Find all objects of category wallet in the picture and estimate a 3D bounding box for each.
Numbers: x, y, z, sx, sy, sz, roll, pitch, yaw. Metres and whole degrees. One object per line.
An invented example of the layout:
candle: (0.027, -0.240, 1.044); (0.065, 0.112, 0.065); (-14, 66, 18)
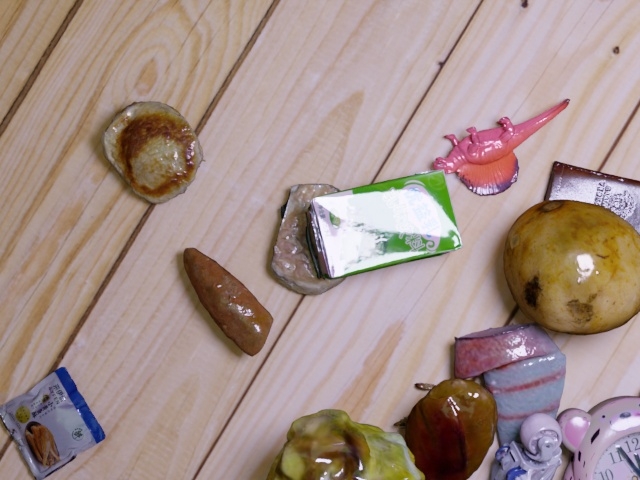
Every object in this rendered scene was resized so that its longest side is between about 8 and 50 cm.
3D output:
wallet: (0.550, -0.057, 1.670); (0.255, 0.031, 0.137); (13, 86, 8)

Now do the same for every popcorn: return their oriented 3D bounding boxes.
popcorn: (0.030, 0.457, 1.561); (0.312, 0.312, 0.312); (-1, 85, 7)

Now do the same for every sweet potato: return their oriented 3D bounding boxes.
sweet potato: (-0.183, 0.112, 1.722); (0.097, 0.097, 0.251); (-42, 77, 2)

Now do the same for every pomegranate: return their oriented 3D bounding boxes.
pomegranate: (0.450, 0.050, 1.557); (0.260, 0.260, 0.260); (-1, 85, 7)

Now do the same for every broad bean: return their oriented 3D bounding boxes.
broad bean: (0.234, 0.344, 1.606); (0.156, 0.122, 0.228); (22, 114, 15)

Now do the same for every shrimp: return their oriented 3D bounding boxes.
shrimp: (0.186, 0.314, 1.687); (0.114, 0.023, 0.083); (-18, 80, 0)

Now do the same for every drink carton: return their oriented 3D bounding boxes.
drink carton: (0.112, -0.029, 1.658); (0.271, 0.108, 0.161); (-12, 86, -9)

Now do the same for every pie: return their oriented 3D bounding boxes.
pie: (0.000, 0.000, 1.723); (0.185, 0.052, 0.218); (15, 85, 10)
pie: (-0.332, -0.180, 1.764); (0.179, 0.084, 0.205); (-41, 85, 2)

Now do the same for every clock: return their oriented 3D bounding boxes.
clock: (0.575, 0.426, 1.584); (0.284, 0.114, 0.309); (-19, 82, 6)

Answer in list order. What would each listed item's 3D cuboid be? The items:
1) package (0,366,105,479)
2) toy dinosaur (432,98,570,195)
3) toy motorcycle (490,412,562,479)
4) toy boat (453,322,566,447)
package: (-0.537, 0.364, 1.769); (0.173, 0.027, 0.171); (-34, 82, 6)
toy dinosaur: (0.357, -0.165, 1.695); (0.286, 0.070, 0.139); (-17, 93, 2)
toy motorcycle: (0.367, 0.422, 1.598); (0.112, 0.112, 0.254); (26, 112, 9)
toy boat: (0.361, 0.296, 1.635); (0.206, 0.096, 0.282); (-12, 92, 14)
